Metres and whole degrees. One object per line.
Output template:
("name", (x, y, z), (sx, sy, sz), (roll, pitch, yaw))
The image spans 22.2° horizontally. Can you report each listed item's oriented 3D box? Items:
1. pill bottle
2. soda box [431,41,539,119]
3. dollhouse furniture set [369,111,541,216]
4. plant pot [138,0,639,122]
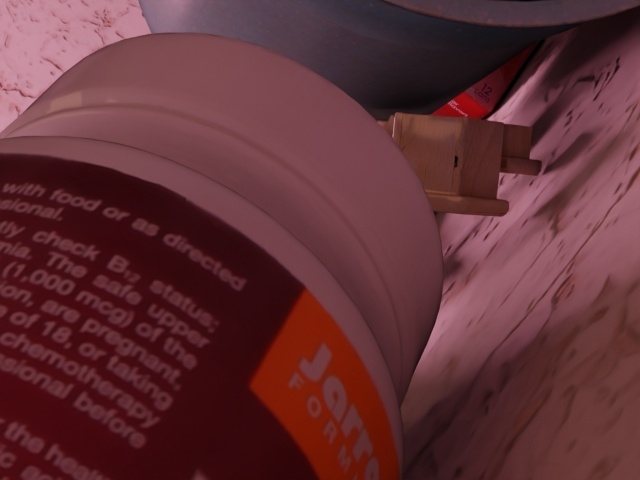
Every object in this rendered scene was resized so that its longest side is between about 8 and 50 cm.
("pill bottle", (-0.103, 0.106, 0.529), (0.224, 0.224, 0.392), (-48, 7, 41))
("soda box", (0.025, -0.188, 1.145), (0.092, 0.263, 0.083), (-55, 6, -22))
("dollhouse furniture set", (0.065, -0.013, 0.874), (0.182, 0.161, 0.101), (2, -85, -49))
("plant pot", (0.038, -0.221, 0.928), (0.341, 0.341, 0.334), (-54, 2, -19))
